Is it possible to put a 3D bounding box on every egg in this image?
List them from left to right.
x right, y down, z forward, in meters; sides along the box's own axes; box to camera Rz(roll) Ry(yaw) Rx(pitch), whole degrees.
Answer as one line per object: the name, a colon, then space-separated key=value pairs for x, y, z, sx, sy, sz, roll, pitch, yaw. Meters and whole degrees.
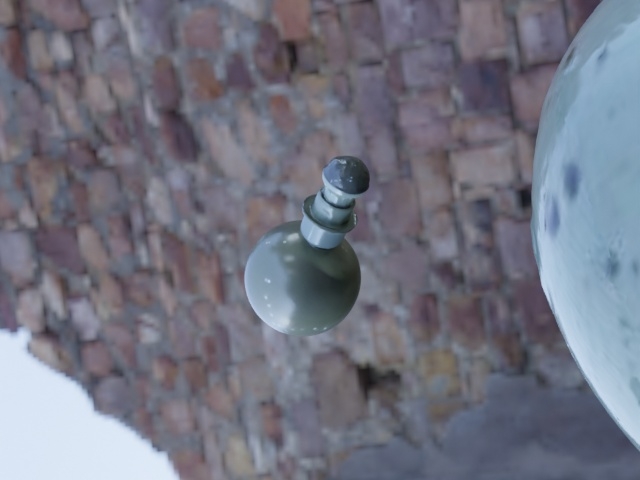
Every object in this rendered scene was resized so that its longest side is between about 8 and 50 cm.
egg: x=0.112 y=0.000 z=0.375 sx=0.131 sy=0.131 sz=0.164 roll=67 pitch=-152 yaw=-50

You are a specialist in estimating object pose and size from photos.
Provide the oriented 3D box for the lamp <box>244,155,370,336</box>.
lamp: x=0.000 y=0.000 z=1.213 sx=0.091 sy=0.091 sz=0.163 roll=-81 pitch=13 yaw=-49
